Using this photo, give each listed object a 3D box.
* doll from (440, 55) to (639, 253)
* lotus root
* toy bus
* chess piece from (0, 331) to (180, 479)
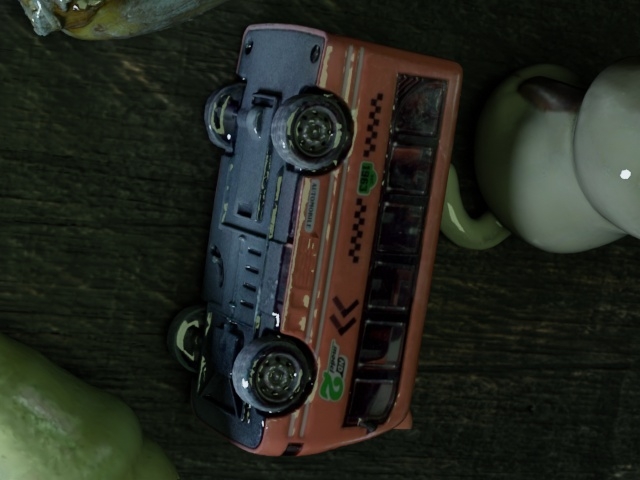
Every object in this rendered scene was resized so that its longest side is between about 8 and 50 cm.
[{"bbox_3d":[0.311,-0.091,1.745,0.215,0.370,0.226,46,60,-22],"label":"doll"},{"bbox_3d":[-0.140,-0.298,1.590,0.349,0.175,0.175,-20,109,-23],"label":"lotus root"},{"bbox_3d":[0.000,0.000,1.689,0.233,0.203,0.427,5,97,-29],"label":"toy bus"},{"bbox_3d":[-0.351,0.127,1.562,0.234,0.234,0.442,-39,108,-12],"label":"chess piece"}]
